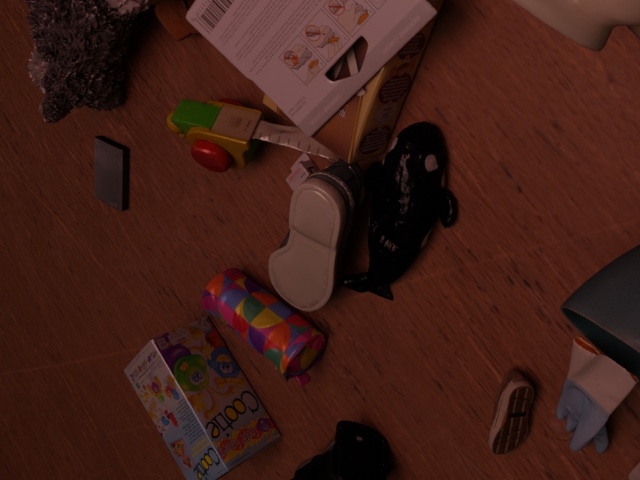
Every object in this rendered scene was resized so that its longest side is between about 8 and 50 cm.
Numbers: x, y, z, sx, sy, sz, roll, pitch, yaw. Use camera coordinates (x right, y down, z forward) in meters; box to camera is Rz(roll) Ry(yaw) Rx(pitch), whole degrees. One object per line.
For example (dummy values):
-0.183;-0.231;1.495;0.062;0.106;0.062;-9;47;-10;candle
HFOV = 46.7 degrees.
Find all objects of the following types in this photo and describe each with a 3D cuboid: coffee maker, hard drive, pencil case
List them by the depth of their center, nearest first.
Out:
0.016;0.406;1.215;0.120;0.171;0.178;39;131;4;coffee maker
-0.100;0.145;1.278;0.236;0.104;0.104;37;126;28;pencil case
-0.430;-0.137;1.523;0.094;0.022;0.135;25;120;33;hard drive

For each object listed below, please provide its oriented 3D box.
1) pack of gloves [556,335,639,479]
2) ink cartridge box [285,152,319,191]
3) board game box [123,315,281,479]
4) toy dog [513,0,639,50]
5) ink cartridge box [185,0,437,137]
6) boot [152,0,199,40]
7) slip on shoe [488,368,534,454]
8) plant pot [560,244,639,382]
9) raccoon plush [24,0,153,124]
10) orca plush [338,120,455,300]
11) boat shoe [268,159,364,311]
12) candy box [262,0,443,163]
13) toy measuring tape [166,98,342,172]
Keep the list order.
0.355;0.237;0.866;0.195;0.046;0.232;39;159;32;pack of gloves
-0.022;-0.093;1.172;0.083;0.028;0.048;56;132;13;ink cartridge box
-0.227;0.310;1.416;0.144;0.142;0.275;-44;74;41;board game box
0.357;-0.335;0.583;0.395;0.285;0.407;45;127;20;toy dog
-0.014;-0.301;0.952;0.239;0.060;0.275;43;133;-9;ink cartridge box
-0.207;-0.473;1.169;0.220;0.109;0.283;-14;102;47;boot
0.261;0.239;1.030;0.041;0.052;0.135;-108;17;-57;slip on shoe
0.412;0.084;0.713;0.290;0.290;0.195;40;92;24;plant pot
-0.397;-0.313;1.235;0.446;0.216;0.299;-130;37;-58;raccoon plush
0.085;-0.028;1.048;0.151;0.102;0.287;47;130;20;orca plush
0.000;0.000;1.138;0.116;0.099;0.319;33;145;12;boat shoe
0.047;-0.287;1.001;0.183;0.088;0.316;39;126;26;candy box
-0.102;-0.153;1.184;0.330;0.121;0.121;16;116;21;toy measuring tape
